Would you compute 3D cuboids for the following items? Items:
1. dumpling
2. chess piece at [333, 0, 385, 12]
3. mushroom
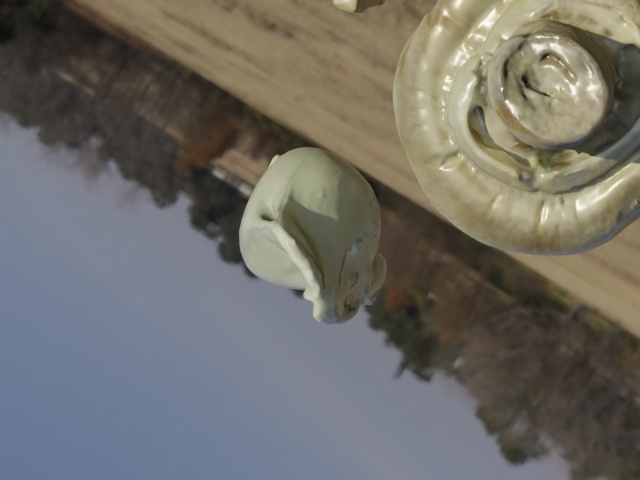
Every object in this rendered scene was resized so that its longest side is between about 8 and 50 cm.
[{"bbox_3d":[0.000,0.000,1.067,0.151,0.124,0.229,52,-163,-13],"label":"dumpling"},{"bbox_3d":[0.057,-0.324,1.235,0.090,0.201,0.090,13,-166,-3],"label":"chess piece"},{"bbox_3d":[0.174,-0.110,0.885,0.253,0.260,0.234,-4,-163,10],"label":"mushroom"}]
